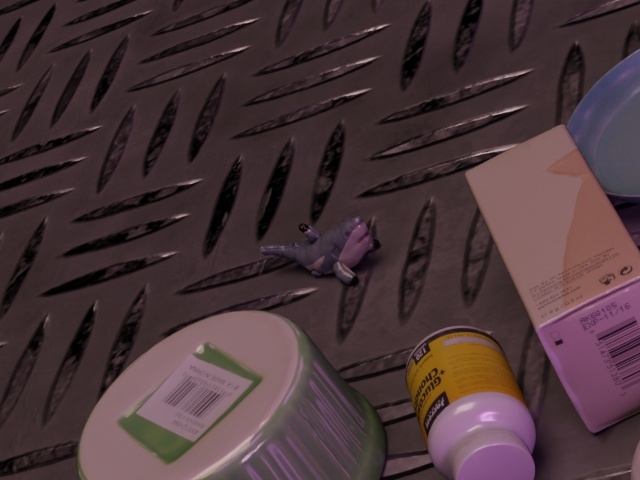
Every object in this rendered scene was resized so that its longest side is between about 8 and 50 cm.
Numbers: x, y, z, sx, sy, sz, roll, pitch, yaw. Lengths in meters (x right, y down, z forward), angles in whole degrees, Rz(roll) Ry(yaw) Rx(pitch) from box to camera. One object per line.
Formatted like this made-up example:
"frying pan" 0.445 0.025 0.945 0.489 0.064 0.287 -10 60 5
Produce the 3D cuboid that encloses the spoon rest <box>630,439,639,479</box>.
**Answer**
"spoon rest" 0.385 0.155 1.529 0.276 0.084 0.137 -36 26 22

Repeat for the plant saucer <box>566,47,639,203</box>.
"plant saucer" 0.419 -0.140 1.945 0.317 0.044 0.317 -23 31 15

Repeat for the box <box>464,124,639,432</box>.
"box" 0.251 0.029 1.753 0.121 0.148 0.311 -27 32 7

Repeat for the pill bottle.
"pill bottle" 0.145 0.168 1.687 0.103 0.103 0.184 -29 30 7

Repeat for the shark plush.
"shark plush" 0.000 0.000 2.103 0.161 0.067 0.073 6 48 47

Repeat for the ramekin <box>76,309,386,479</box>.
"ramekin" -0.100 0.211 1.808 0.303 0.148 0.303 -23 31 15
